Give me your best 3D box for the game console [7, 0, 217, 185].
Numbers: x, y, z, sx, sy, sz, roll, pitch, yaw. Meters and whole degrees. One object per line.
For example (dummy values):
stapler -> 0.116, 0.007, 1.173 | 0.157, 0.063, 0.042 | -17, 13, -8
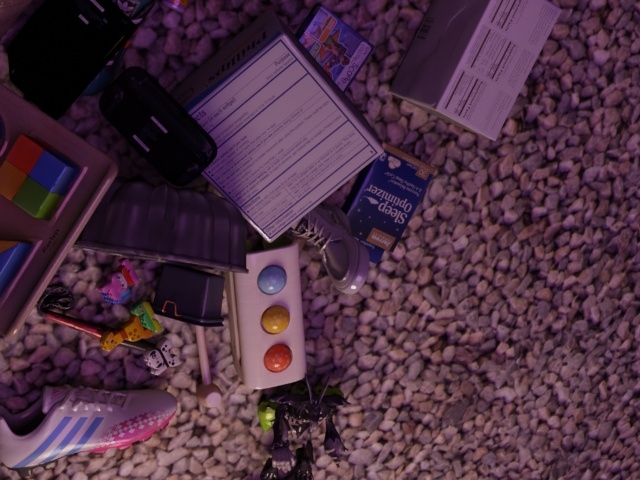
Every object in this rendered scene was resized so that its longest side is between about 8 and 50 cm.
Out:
game console -> -0.327, -0.229, 1.624 | 0.361, 0.044, 0.213 | 46, 114, -6

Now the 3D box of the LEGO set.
LEGO set -> -0.350, 0.147, 1.804 | 0.093, 0.087, 0.227 | -38, 117, -31

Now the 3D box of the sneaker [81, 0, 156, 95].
sneaker -> -0.336, -0.371, 1.637 | 0.108, 0.121, 0.302 | 18, 100, -26

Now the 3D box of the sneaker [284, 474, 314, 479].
sneaker -> -0.110, 0.536, 2.059 | 0.225, 0.088, 0.093 | -35, 112, -11

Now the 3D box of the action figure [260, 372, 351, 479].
action figure -> -0.029, 0.383, 1.955 | 0.164, 0.141, 0.276 | 1, 133, -19

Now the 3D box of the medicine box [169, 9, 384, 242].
medicine box -> -0.086, -0.195, 1.754 | 0.263, 0.149, 0.289 | -38, 118, 10

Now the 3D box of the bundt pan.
bundt pan -> -0.273, -0.028, 1.684 | 0.330, 0.331, 0.124 | 9, 86, -25

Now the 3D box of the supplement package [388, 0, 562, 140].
supplement package -> 0.277, -0.344, 1.858 | 0.145, 0.204, 0.262 | 24, 97, -27

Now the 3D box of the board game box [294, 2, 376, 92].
board game box -> -0.009, -0.308, 1.846 | 0.136, 0.035, 0.201 | 34, 93, -28

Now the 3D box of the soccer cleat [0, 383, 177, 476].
soccer cleat -> -0.424, 0.314, 1.834 | 0.331, 0.116, 0.143 | -17, 113, -17

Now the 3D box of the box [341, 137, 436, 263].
box -> 0.118, -0.069, 1.980 | 0.136, 0.036, 0.225 | 24, 98, -27

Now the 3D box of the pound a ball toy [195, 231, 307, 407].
pound a ball toy -> -0.134, 0.161, 1.895 | 0.208, 0.136, 0.319 | -10, 110, -20

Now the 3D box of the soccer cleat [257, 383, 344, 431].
soccer cleat -> -0.039, 0.337, 2.042 | 0.178, 0.060, 0.072 | -10, 121, -13

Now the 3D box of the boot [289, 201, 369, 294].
boot -> 0.000, 0.000, 1.833 | 0.123, 0.258, 0.095 | 25, 108, -24

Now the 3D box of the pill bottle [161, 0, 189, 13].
pill bottle -> -0.233, -0.427, 1.706 | 0.043, 0.043, 0.083 | 21, 99, -27

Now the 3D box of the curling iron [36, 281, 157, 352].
curling iron -> -0.393, 0.155, 1.839 | 0.274, 0.035, 0.068 | 32, 93, -28

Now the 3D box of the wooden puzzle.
wooden puzzle -> -0.527, -0.070, 1.564 | 0.347, 0.080, 0.322 | 34, 94, 14

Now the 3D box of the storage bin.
storage bin -> -0.240, 0.097, 1.830 | 0.098, 0.135, 0.091 | 6, 95, -62

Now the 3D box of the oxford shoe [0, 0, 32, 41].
oxford shoe -> -0.518, -0.374, 1.585 | 0.348, 0.123, 0.130 | -29, 142, -13
